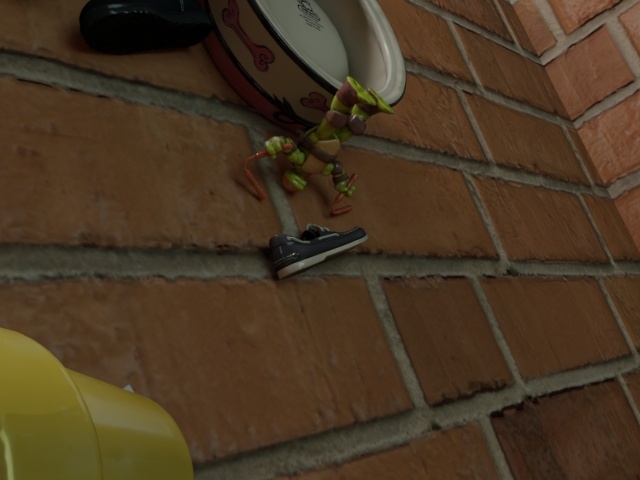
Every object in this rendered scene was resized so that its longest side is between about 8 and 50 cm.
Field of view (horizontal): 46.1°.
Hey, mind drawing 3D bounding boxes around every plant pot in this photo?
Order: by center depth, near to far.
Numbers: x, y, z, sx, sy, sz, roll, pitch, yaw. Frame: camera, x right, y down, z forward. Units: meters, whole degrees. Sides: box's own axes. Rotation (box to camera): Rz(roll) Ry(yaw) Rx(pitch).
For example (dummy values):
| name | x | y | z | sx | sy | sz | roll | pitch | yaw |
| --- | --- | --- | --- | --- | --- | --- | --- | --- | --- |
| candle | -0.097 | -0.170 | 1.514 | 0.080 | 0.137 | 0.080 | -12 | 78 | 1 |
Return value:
| name | x | y | z | sx | sy | sz | roll | pitch | yaw |
| --- | --- | --- | --- | --- | --- | --- | --- | --- | --- |
| plant pot | -0.230 | 0.193 | 0.565 | 0.239 | 0.254 | 0.254 | 23 | 44 | -61 |

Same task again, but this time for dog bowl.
| name | x | y | z | sx | sy | sz | roll | pitch | yaw |
| --- | --- | --- | --- | --- | --- | --- | --- | --- | --- |
| dog bowl | -0.039 | -0.363 | 1.306 | 0.408 | 0.150 | 0.408 | 30 | 43 | -32 |

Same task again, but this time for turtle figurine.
| name | x | y | z | sx | sy | sz | roll | pitch | yaw |
| --- | --- | --- | --- | --- | --- | --- | --- | --- | --- |
| turtle figurine | 0.013 | -0.145 | 1.171 | 0.269 | 0.217 | 0.087 | 21 | 29 | -48 |

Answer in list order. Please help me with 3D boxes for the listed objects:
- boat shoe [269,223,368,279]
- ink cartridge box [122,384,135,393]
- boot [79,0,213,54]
| name | x | y | z | sx | sy | sz | roll | pitch | yaw |
| --- | --- | --- | --- | --- | --- | --- | --- | --- | --- |
| boat shoe | 0.000 | 0.000 | 1.128 | 0.206 | 0.075 | 0.065 | -21 | 83 | -50 |
| ink cartridge box | -0.207 | 0.182 | 0.769 | 0.048 | 0.028 | 0.083 | 57 | 34 | 0 |
| boot | -0.281 | -0.375 | 1.068 | 0.246 | 0.094 | 0.207 | -24 | 82 | -56 |
